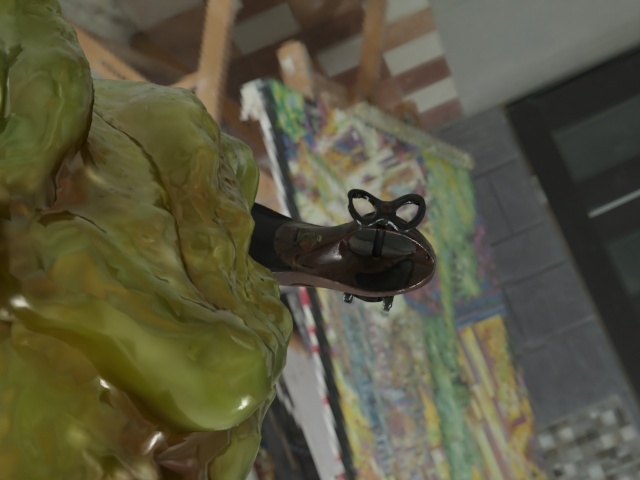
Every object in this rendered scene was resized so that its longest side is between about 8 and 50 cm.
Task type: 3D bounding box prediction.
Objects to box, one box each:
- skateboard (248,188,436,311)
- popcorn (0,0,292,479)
[{"bbox_3d":[0.000,0.000,0.806,0.151,0.067,0.080,3,143,-5],"label":"skateboard"},{"bbox_3d":[-0.146,0.014,0.510,0.290,0.326,0.321,-4,178,-18],"label":"popcorn"}]
